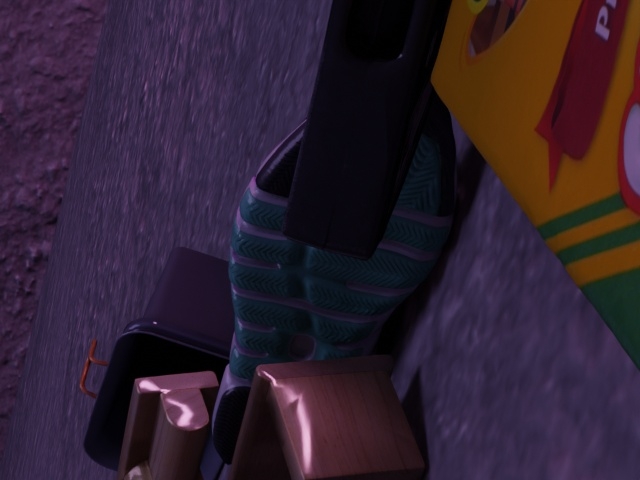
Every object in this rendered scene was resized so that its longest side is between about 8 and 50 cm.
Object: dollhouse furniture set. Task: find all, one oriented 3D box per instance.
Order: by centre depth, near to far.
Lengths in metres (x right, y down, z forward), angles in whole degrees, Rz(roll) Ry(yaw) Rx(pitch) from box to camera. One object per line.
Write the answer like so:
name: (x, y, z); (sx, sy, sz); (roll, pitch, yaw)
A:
dollhouse furniture set: (-0.031, 0.146, 0.723); (0.123, 0.144, 0.151); (105, 154, -43)

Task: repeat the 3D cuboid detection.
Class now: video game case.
video game case: (0.051, -0.166, 0.596); (0.275, 0.035, 0.248); (-68, -7, -58)

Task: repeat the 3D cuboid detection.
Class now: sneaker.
sneaker: (0.000, 0.000, 0.801); (0.098, 0.083, 0.224); (-82, 11, -48)

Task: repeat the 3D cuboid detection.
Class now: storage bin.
storage bin: (-0.091, 0.072, 1.148); (0.091, 0.098, 0.135); (-76, 6, -46)

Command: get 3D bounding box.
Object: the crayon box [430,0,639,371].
crayon box: (0.103, -0.090, 0.391); (0.318, 0.081, 0.202); (-112, 34, -70)
